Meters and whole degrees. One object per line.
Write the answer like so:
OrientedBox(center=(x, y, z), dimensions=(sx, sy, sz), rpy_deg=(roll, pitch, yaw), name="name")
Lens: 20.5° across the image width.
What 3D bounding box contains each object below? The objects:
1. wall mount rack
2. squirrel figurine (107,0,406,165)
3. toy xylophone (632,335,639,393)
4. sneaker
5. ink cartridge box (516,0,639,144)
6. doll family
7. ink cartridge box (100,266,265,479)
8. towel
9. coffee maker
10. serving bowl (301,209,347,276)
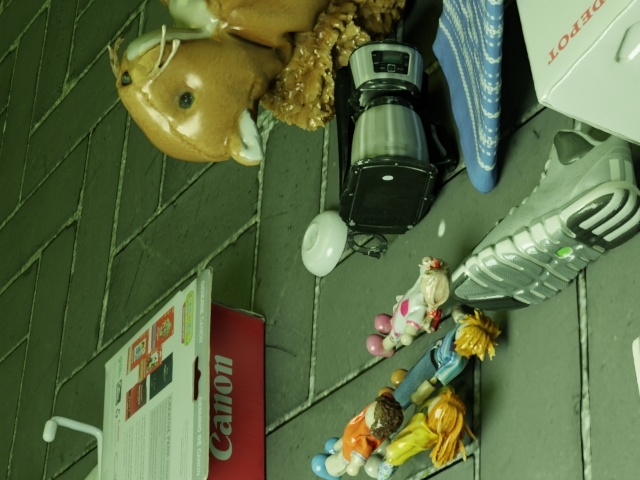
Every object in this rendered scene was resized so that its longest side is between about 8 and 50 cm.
OrientedBox(center=(-0.387, 0.431, 2.475), dimensions=(0.350, 0.130, 0.304), rpy_deg=(-49, 33, 39), name="wall mount rack")
OrientedBox(center=(-0.058, -0.251, 2.027), dimensions=(0.281, 0.397, 0.371), rpy_deg=(6, 79, 46), name="squirrel figurine")
OrientedBox(center=(0.363, 0.072, 1.271), dimensions=(0.323, 0.081, 0.236), rpy_deg=(-53, 31, 34), name="toy xylophone")
OrientedBox(center=(0.213, -0.028, 1.658), dimensions=(0.228, 0.086, 0.132), rpy_deg=(-32, 40, 39), name="sneaker")
OrientedBox(center=(0.286, -0.275, 1.607), dimensions=(0.226, 0.131, 0.306), rpy_deg=(-49, 33, 38), name="ink cartridge box")
OrientedBox(center=(0.107, 0.140, 1.739), dimensions=(0.163, 0.118, 0.263), rpy_deg=(-47, 16, 52), name="doll family")
OrientedBox(center=(-0.152, 0.232, 2.139), dimensions=(0.272, 0.130, 0.309), rpy_deg=(-43, 37, 42), name="ink cartridge box")
OrientedBox(center=(0.147, -0.240, 1.775), dimensions=(0.336, 0.040, 0.243), rpy_deg=(86, 177, -48), name="towel")
OrientedBox(center=(0.061, -0.106, 1.956), dimensions=(0.171, 0.120, 0.178), rpy_deg=(-46, 35, 44), name="coffee maker")
OrientedBox(center=(0.000, 0.000, 2.113), dimensions=(0.083, 0.027, 0.083), rpy_deg=(-42, 38, 44), name="serving bowl")
